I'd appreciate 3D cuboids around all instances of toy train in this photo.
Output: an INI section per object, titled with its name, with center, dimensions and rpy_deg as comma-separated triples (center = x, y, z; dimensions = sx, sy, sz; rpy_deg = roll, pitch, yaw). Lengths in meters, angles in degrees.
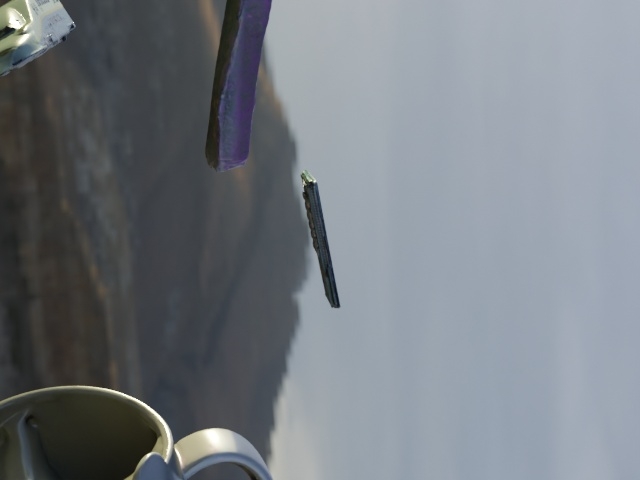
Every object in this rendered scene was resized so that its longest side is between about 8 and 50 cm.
[toy train]
center = -0.244, -0.169, 1.498
dimensions = 0.051, 0.052, 0.234
rpy_deg = 58, 6, -9

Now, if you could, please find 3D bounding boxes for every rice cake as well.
[rice cake]
center = -0.079, -0.167, 1.797
dimensions = 0.036, 0.047, 0.207
rpy_deg = 38, -58, 57

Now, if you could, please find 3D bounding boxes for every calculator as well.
[calculator]
center = 0.000, 0.000, 2.278
dimensions = 0.057, 0.018, 0.172
rpy_deg = -115, -168, -68

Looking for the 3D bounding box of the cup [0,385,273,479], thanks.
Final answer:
[cup]
center = -0.170, 0.260, 1.503
dimensions = 0.219, 0.289, 0.257
rpy_deg = -128, -159, -58
